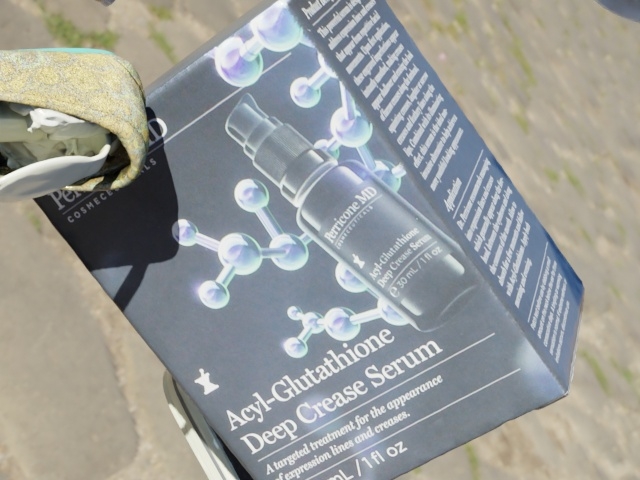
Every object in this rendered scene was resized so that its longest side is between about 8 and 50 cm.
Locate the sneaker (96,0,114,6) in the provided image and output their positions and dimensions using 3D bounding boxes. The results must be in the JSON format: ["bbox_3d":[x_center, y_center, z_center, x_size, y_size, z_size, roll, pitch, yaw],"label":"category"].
[{"bbox_3d":[-0.326,-0.384,1.819,0.090,0.081,0.232,27,1,-25],"label":"sneaker"}]

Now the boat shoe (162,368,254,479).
[{"bbox_3d":[0.018,0.304,1.407,0.500,0.156,0.187,58,11,8],"label":"boat shoe"}]

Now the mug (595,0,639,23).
[{"bbox_3d":[0.304,-0.269,1.041,0.113,0.150,0.169,23,79,-37],"label":"mug"}]

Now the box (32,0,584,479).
[{"bbox_3d":[0.000,0.000,1.150,0.395,0.293,0.212,53,26,-10],"label":"box"}]

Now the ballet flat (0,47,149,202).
[{"bbox_3d":[-0.275,-0.076,0.889,0.348,0.123,0.123,-2,57,-32],"label":"ballet flat"}]
